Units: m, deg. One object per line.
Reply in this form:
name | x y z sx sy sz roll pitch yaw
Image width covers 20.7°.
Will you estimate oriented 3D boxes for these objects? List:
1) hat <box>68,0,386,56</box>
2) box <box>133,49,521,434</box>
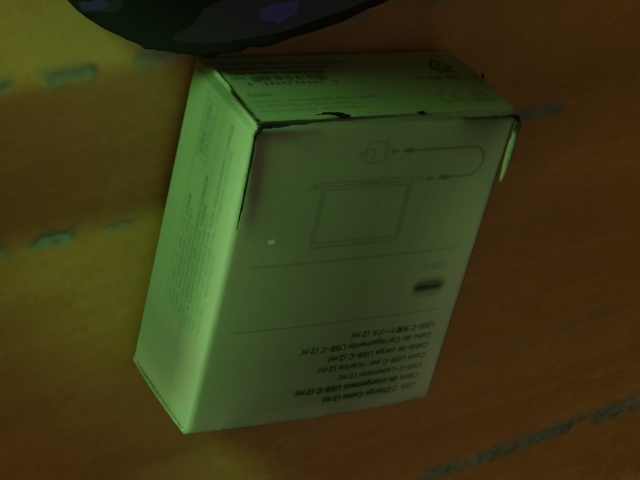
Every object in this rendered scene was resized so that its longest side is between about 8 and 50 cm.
hat | 0.017 -0.267 0.990 0.381 0.257 0.366 -1 162 4
box | 0.000 0.000 1.195 0.203 0.106 0.252 -7 125 -32
